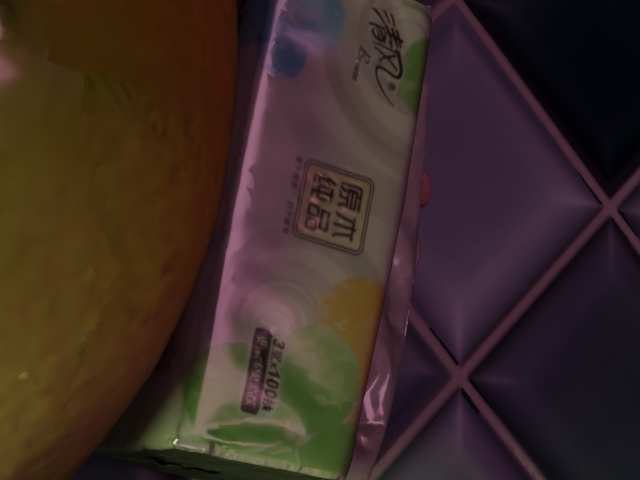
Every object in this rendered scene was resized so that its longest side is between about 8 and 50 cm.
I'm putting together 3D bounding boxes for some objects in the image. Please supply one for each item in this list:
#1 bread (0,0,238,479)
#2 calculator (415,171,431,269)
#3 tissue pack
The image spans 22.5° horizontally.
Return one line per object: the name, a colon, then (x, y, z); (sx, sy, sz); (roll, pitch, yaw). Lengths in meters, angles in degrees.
bread: (-0.225, -0.066, 0.637); (0.376, 0.253, 0.348); (19, 73, -25)
calculator: (0.000, 0.000, 0.890); (0.166, 0.024, 0.103); (-39, 99, -29)
tissue pack: (-0.012, 0.004, 0.777); (0.145, 0.159, 0.229); (16, 76, -22)
